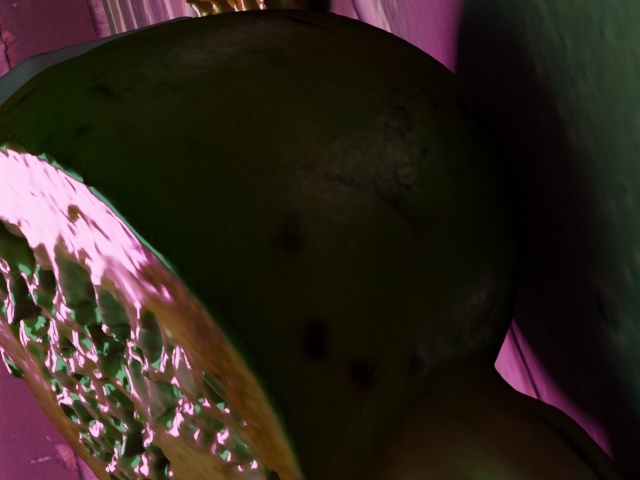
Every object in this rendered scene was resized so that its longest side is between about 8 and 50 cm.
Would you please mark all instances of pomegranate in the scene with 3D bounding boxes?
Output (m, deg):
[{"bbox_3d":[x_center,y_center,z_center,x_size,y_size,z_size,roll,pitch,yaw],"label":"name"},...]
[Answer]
[{"bbox_3d":[0.004,0.012,0.434,0.241,0.159,0.190,19,137,45],"label":"pomegranate"}]

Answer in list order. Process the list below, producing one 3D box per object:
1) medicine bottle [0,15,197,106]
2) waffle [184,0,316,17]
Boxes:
[{"bbox_3d":[-0.221,-0.055,1.193,0.245,0.290,0.245,165,90,-81],"label":"medicine bottle"},{"bbox_3d":[-0.066,-0.185,0.703,0.204,0.054,0.223,49,168,22],"label":"waffle"}]
